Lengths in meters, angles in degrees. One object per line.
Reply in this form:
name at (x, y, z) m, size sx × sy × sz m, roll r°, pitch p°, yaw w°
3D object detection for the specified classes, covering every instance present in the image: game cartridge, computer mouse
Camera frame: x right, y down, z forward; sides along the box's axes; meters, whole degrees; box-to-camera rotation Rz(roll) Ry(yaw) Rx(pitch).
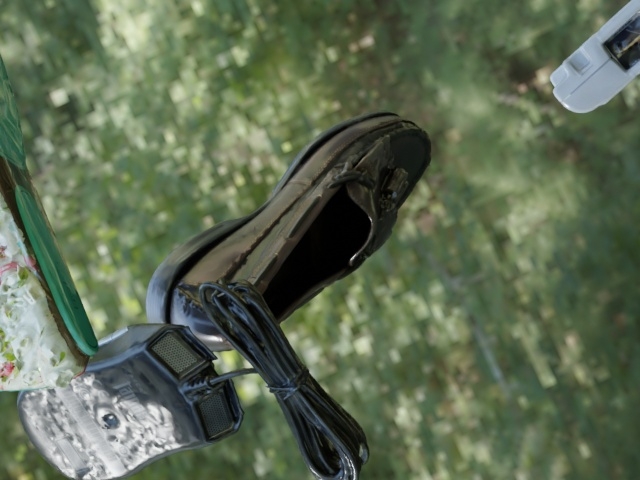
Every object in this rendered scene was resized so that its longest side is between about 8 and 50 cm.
game cartridge at (0.323, -0.221, 1.536) m, size 0.060 × 0.294 × 0.196 m, roll 47°, pitch -160°, yaw -1°
computer mouse at (-0.079, 0.125, 1.254) m, size 0.184 × 0.262 × 0.060 m, roll 53°, pitch -139°, yaw -10°

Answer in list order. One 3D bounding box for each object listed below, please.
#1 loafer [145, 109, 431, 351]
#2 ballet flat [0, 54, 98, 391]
loafer at (0.000, 0.000, 1.421) m, size 0.095 × 0.302 × 0.109 m, roll 17°, pitch 131°, yaw 39°
ballet flat at (-0.196, -0.023, 1.030) m, size 0.091 × 0.077 × 0.241 m, roll 46°, pitch -158°, yaw -70°
